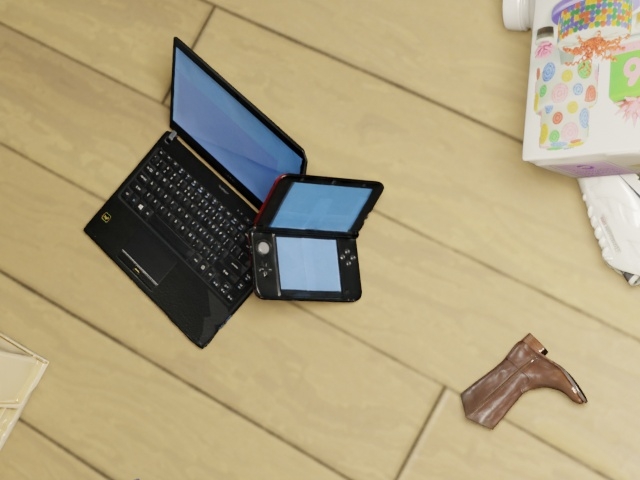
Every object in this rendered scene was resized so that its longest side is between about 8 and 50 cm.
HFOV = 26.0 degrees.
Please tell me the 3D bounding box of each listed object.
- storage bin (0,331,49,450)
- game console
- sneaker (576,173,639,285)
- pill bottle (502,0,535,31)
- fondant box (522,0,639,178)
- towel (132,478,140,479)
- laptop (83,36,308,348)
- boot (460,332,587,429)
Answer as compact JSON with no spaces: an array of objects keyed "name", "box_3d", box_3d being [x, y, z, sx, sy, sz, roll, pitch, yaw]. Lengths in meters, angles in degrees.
[{"name":"storage bin","box_3d":[-0.523,0.197,1.715,0.262,0.123,0.260,28,89,23]},{"name":"game console","box_3d":[0.000,0.000,1.545,0.085,0.144,0.124,-27,65,54]},{"name":"sneaker","box_3d":[0.325,-0.020,1.475,0.095,0.090,0.235,-46,64,17]},{"name":"pill bottle","box_3d":[0.277,-0.265,1.550,0.137,0.078,0.078,7,80,21]},{"name":"fondant box","box_3d":[0.335,-0.237,1.384,0.238,0.096,0.330,-3,77,45]},{"name":"towel","box_3d":[-0.278,0.449,1.577,0.336,0.040,0.243,-33,64,22]},{"name":"laptop","box_3d":[-0.154,-0.053,1.628,0.234,0.136,0.264,43,94,24]},{"name":"boot","box_3d":[0.216,0.171,1.492,0.114,0.037,0.106,-43,54,3]}]
